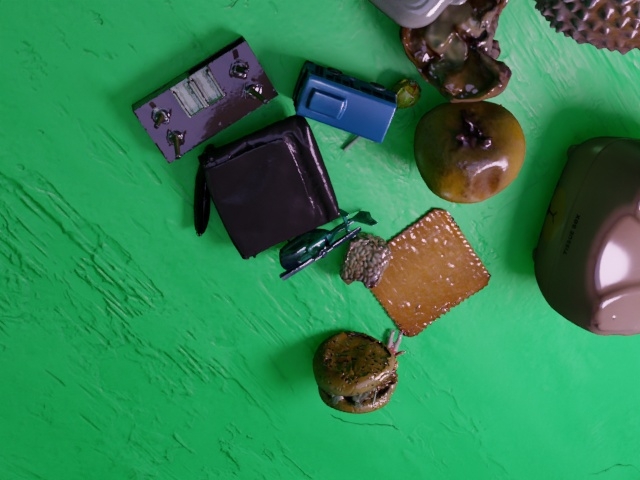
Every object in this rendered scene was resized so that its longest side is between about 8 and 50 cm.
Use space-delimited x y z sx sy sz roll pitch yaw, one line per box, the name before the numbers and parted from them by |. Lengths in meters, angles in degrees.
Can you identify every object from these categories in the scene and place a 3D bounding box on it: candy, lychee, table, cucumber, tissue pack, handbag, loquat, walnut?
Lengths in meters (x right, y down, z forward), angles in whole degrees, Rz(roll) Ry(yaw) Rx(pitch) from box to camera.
candy | 0.114 -0.237 1.871 0.194 0.058 0.062 -42 149 18
lychee | 0.534 -0.503 1.660 0.380 0.432 0.380 3 101 14
table | -0.202 -0.242 1.743 0.240 0.111 0.122 -32 118 2
candy | 0.090 0.043 1.972 0.095 0.085 0.110 15 101 1
cucumber | -0.222 -0.096 1.853 0.036 0.033 0.184 13 113 6
tissue pack | 0.602 -0.020 1.978 0.267 0.277 0.387 3 116 -24
handbag | -0.096 -0.105 1.854 0.223 0.080 0.247 -22 124 -2
loquat | 0.283 -0.168 1.844 0.213 0.213 0.213 -6 116 -12
walnut | 0.247 -0.369 1.781 0.204 0.141 0.238 3 93 6

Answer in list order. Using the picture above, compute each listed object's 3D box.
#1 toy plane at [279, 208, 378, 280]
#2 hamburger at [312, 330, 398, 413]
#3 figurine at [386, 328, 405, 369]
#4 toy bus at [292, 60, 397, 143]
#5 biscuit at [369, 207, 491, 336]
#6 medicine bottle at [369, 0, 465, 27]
toy plane | 0.000 0.000 1.925 0.235 0.096 0.060 -33 123 -18
hamburger | 0.076 0.273 2.024 0.177 0.185 0.113 -10 123 -15
figurine | 0.151 0.246 2.109 0.064 0.047 0.109 13 108 2
toy bus | 0.043 -0.255 1.790 0.184 0.106 0.090 18 116 -6
biscuit | 0.221 0.070 2.060 0.232 0.013 0.237 -35 117 5
medicine bottle | 0.194 -0.561 1.650 0.282 0.123 0.375 41 100 -3
